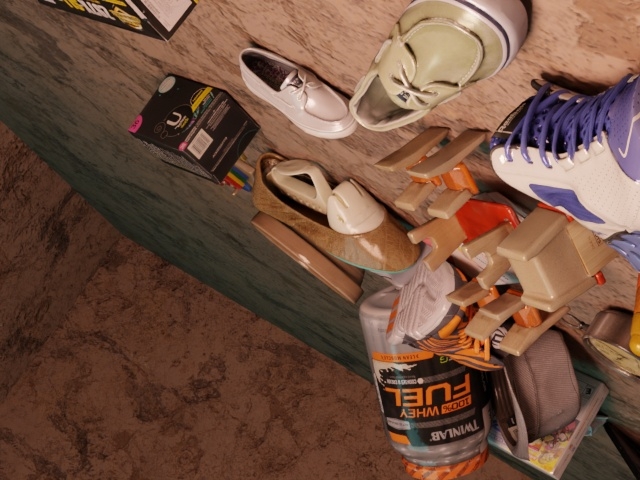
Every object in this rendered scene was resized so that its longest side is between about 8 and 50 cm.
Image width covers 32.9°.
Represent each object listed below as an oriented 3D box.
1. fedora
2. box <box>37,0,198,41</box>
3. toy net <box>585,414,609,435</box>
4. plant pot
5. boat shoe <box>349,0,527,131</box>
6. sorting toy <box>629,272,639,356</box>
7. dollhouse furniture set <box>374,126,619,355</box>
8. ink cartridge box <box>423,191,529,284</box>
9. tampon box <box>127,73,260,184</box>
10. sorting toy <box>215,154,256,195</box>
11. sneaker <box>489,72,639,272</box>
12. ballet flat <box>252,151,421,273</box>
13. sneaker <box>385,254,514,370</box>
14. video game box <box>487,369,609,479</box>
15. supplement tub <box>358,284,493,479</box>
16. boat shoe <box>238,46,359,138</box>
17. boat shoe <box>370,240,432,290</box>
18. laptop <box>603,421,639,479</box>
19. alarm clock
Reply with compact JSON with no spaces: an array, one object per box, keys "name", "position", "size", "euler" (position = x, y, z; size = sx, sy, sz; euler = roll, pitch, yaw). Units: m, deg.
[{"name":"fedora","position":[0.348,0.227,1.776],"size":[0.243,0.124,0.275],"euler":[-104,1,-50]},{"name":"box","position":[-0.344,-0.389,1.396],"size":[0.322,0.079,0.257],"euler":[23,166,42]},{"name":"toy net","position":[0.470,0.336,2.059],"size":[0.122,0.045,0.232],"euler":[-10,152,30]},{"name":"plant pot","position":[0.000,0.000,1.915],"size":[0.237,0.109,0.237],"euler":[38,178,2]},{"name":"boat shoe","position":[0.105,-0.165,1.029],"size":[0.109,0.094,0.302],"euler":[35,169,-5]},{"name":"sorting toy","position":[0.472,0.152,1.175],"size":[0.366,0.126,0.127],"euler":[39,163,1]},{"name":"dollhouse furniture set","position":[0.222,-0.007,1.250],"size":[0.262,0.135,0.259],"euler":[60,162,-22]},{"name":"ink cartridge box","position":[0.225,0.001,1.443],"size":[0.115,0.067,0.198],"euler":[36,169,-7]},{"name":"tampon box","position":[-0.206,-0.181,1.751],"size":[0.161,0.120,0.101],"euler":[23,164,44]},{"name":"sorting toy","position":[-0.185,-0.134,2.078],"size":[0.132,0.046,0.274],"euler":[31,168,11]},{"name":"sneaker","position":[0.235,-0.078,0.947],"size":[0.182,0.127,0.315],"euler":[28,169,16]},{"name":"ballet flat","position":[0.012,-0.059,1.745],"size":[0.342,0.116,0.124],"euler":[30,146,37]},{"name":"sneaker","position":[0.213,0.110,1.582],"size":[0.180,0.124,0.321],"euler":[16,170,-3]},{"name":"video game box","position":[0.384,0.302,1.946],"size":[0.205,0.187,0.048],"euler":[24,165,42]},{"name":"supplement tub","position":[0.188,0.237,1.864],"size":[0.194,0.194,0.315],"euler":[11,118,62]},{"name":"boat shoe","position":[-0.031,-0.194,1.386],"size":[0.184,0.066,0.063],"euler":[39,173,25]},{"name":"boat shoe","position":[0.158,0.045,1.794],"size":[0.084,0.095,0.258],"euler":[33,180,-17]},{"name":"laptop","position":[0.802,0.504,2.051],"size":[0.382,0.236,0.408],"euler":[42,-166,-33]},{"name":"alarm clock","position":[0.415,0.139,1.501],"size":[0.192,0.064,0.129],"euler":[24,165,32]}]
